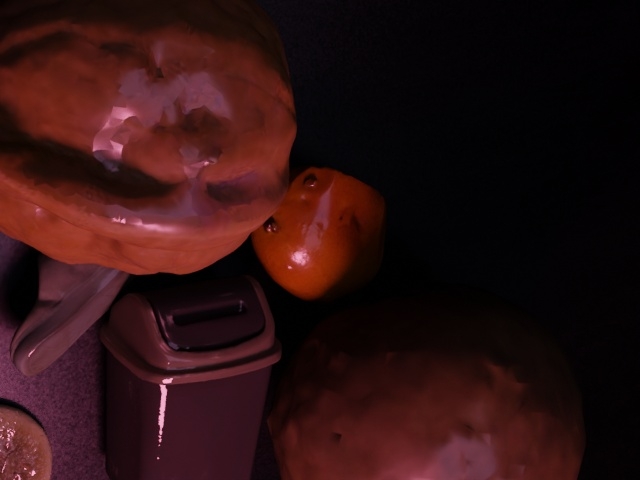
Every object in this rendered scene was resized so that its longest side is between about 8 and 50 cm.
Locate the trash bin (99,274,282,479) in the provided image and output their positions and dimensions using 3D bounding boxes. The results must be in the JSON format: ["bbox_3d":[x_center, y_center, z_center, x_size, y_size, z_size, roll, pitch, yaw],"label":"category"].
[{"bbox_3d":[-0.172,0.190,1.541,0.209,0.182,0.290,-9,117,-36],"label":"trash bin"}]

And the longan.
[{"bbox_3d":[0.150,0.249,1.604,0.436,0.404,0.404,-8,114,-60],"label":"longan"}]

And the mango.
[{"bbox_3d":[0.000,0.000,1.607,0.236,0.136,0.166,24,81,-49],"label":"mango"}]

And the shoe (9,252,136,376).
[{"bbox_3d":[-0.301,0.049,1.465,0.100,0.103,0.251,37,66,6],"label":"shoe"}]

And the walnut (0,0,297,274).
[{"bbox_3d":[-0.214,-0.125,1.308,0.383,0.383,0.384,-12,113,-29],"label":"walnut"}]

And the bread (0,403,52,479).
[{"bbox_3d":[-0.393,0.302,1.524,0.112,0.036,0.193,11,101,-36],"label":"bread"}]
